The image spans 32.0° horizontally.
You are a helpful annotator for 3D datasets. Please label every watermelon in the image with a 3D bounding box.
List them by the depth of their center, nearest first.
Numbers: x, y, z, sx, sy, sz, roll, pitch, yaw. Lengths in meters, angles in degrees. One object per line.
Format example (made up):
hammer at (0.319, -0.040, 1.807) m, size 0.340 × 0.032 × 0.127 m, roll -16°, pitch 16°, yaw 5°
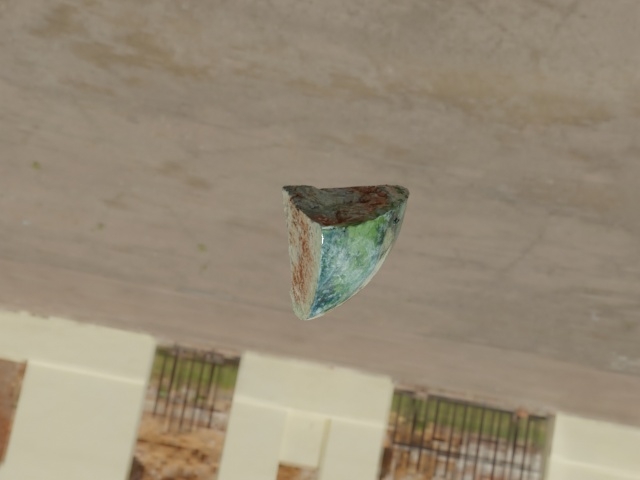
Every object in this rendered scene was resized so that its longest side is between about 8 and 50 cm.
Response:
watermelon at (0.000, 0.000, 0.533) m, size 0.061 × 0.085 × 0.085 m, roll 47°, pitch 173°, yaw 9°
